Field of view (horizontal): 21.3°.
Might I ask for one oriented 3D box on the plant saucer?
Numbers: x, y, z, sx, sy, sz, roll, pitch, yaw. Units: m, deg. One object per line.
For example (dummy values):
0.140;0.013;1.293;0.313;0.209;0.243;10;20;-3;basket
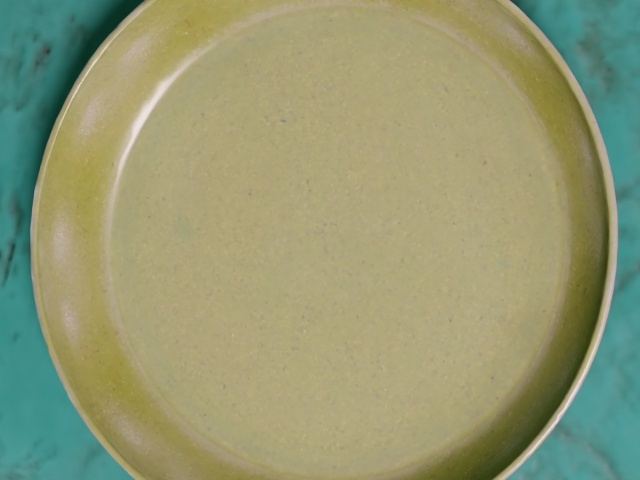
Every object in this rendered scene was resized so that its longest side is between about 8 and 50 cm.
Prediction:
0.000;0.000;0.682;0.241;0.037;0.240;-1;87;17;plant saucer
